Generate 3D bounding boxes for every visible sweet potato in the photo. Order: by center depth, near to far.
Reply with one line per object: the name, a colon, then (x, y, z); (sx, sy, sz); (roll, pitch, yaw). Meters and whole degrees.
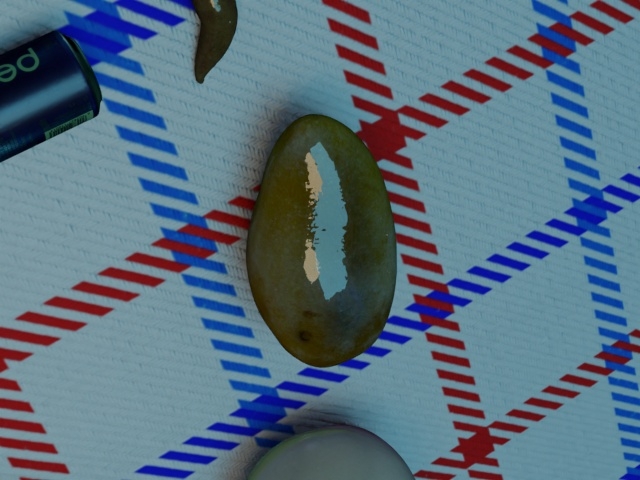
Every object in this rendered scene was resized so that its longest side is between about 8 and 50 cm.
sweet potato: (-0.145, -0.332, 1.452); (0.067, 0.059, 0.281); (-16, 118, -13)

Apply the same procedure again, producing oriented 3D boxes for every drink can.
drink can: (-0.371, -0.162, 1.362); (0.205, 0.118, 0.118); (-29, 124, -17)

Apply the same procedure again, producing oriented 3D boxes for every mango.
mango: (0.000, 0.000, 1.604); (0.222, 0.199, 0.383); (-18, 119, -21)

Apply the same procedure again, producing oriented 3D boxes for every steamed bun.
steamed bun: (0.024, 0.414, 1.788); (0.309, 0.309, 0.309); (-13, 118, -25)
